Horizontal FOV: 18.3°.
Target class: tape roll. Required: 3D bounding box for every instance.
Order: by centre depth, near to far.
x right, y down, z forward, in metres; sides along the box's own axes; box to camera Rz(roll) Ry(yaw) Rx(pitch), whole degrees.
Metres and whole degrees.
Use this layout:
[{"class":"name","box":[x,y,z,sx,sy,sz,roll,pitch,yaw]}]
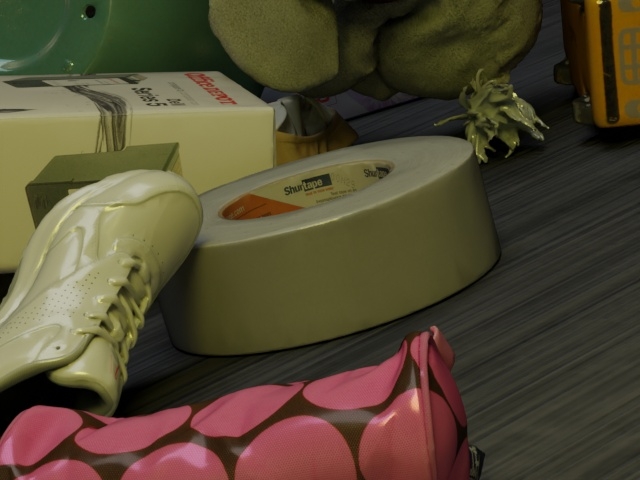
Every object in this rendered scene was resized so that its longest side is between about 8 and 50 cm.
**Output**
[{"class":"tape roll","box":[0.000,0.000,1.257,0.219,0.072,0.219,-14,13,3]}]

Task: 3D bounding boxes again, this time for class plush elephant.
[{"class":"plush elephant","box":[0.045,-0.230,1.551,0.272,0.255,0.330,-35,39,9]}]

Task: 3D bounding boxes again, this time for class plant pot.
[{"class":"plant pot","box":[-0.213,-0.186,1.679,0.293,0.293,0.235,-12,-4,17]}]

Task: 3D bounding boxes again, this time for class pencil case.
[{"class":"pencil case","box":[-0.039,0.096,0.856,0.209,0.095,0.098,-11,49,13]}]

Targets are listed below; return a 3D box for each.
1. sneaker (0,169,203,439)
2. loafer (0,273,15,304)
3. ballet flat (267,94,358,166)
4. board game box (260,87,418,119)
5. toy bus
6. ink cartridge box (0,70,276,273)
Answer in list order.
[{"class":"sneaker","box":[-0.132,0.056,1.108,0.115,0.090,0.232,20,61,45]},{"class":"loafer","box":[-0.242,0.034,1.452,0.056,0.050,0.148,-9,9,18]},{"class":"ballet flat","box":[-0.019,-0.085,1.638,0.080,0.073,0.232,-15,12,12]},{"class":"board game box","box":[-0.047,-0.160,2.007,0.318,0.066,0.318,-16,13,-4]},{"class":"toy bus","box":[0.253,-0.172,1.584,0.130,0.108,0.332,-4,13,3]},{"class":"ink cartridge box","box":[-0.182,-0.053,1.438,0.273,0.114,0.198,-3,14,-14]}]
